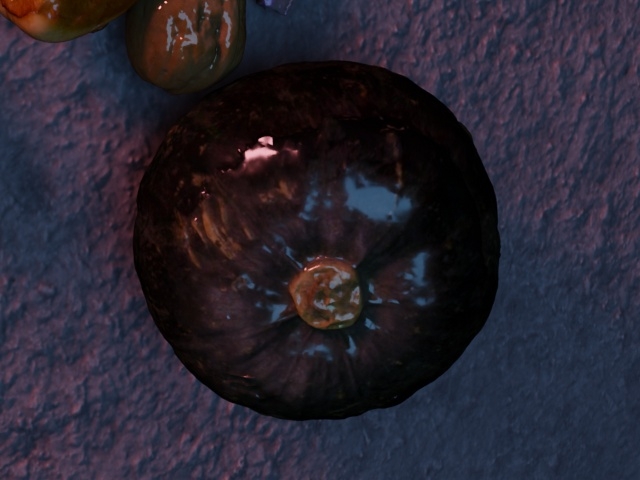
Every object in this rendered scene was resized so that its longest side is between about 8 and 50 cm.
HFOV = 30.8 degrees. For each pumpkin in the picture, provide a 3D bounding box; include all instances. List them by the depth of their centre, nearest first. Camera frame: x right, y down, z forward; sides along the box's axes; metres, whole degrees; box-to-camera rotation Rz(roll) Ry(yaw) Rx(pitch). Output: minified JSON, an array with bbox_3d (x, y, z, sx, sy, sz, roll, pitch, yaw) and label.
[{"bbox_3d":[0.000,0.000,1.412,0.455,0.344,0.454,-3,112,-7],"label":"pumpkin"}]

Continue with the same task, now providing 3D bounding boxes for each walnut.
[{"bbox_3d":[-0.158,-0.251,1.355,0.166,0.149,0.166,-40,142,-41],"label":"walnut"}]

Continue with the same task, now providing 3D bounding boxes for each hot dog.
[{"bbox_3d":[-0.248,-0.340,1.253,0.153,0.150,0.256,-4,117,-46],"label":"hot dog"}]

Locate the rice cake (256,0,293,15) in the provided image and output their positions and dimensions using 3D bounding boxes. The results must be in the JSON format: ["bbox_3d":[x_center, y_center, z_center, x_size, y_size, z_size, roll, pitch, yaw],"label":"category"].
[{"bbox_3d":[-0.023,-0.376,1.423,0.047,0.036,0.206,17,103,-40],"label":"rice cake"}]
